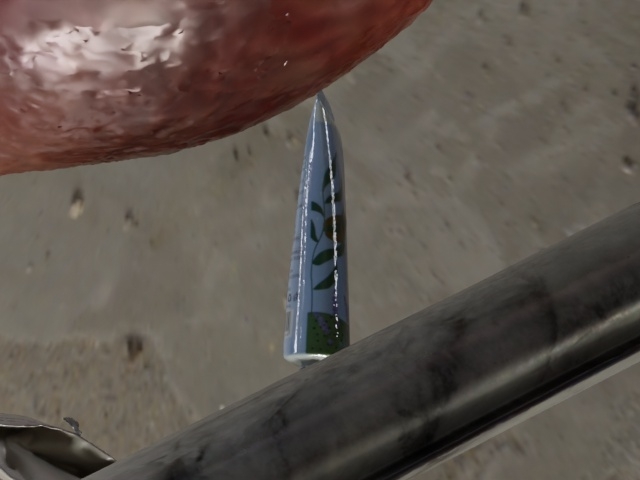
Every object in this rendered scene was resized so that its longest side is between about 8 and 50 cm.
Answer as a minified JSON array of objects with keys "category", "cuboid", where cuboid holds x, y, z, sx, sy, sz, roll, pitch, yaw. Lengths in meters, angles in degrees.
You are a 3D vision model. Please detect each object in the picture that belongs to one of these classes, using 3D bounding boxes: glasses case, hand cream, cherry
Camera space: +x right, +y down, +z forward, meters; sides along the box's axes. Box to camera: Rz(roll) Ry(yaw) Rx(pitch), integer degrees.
[{"category":"glasses case","cuboid":[0.025,0.070,0.756,0.299,0.114,0.060,-25,92,-17]},{"category":"hand cream","cuboid":[0.000,0.000,1.613,0.058,0.091,0.271,-1,77,12]},{"category":"cherry","cuboid":[-0.055,-0.137,0.515,0.239,0.206,0.239,12,62,-23]}]

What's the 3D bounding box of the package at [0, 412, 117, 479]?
[{"category":"package","cuboid":[-0.253,0.156,1.437,0.251,0.204,0.062,23,79,-15]}]
